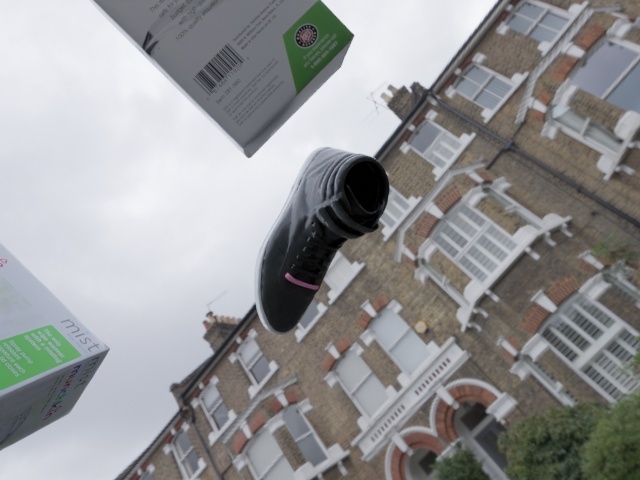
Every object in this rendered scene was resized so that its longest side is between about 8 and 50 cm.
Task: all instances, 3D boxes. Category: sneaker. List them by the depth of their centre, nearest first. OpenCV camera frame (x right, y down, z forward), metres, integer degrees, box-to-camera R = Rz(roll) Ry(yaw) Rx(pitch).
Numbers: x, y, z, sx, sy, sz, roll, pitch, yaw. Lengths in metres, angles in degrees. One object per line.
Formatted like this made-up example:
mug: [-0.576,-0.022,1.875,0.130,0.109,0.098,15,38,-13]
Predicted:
sneaker: [0.000,0.000,0.644,0.104,0.147,0.296,24,-97,-29]

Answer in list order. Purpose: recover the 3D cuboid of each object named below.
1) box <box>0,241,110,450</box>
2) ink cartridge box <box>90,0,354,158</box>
box: [-0.420,0.111,0.497,0.127,0.262,0.231,-54,-11,15]
ink cartridge box: [-0.101,-0.222,0.477,0.160,0.219,0.092,-45,6,-2]
